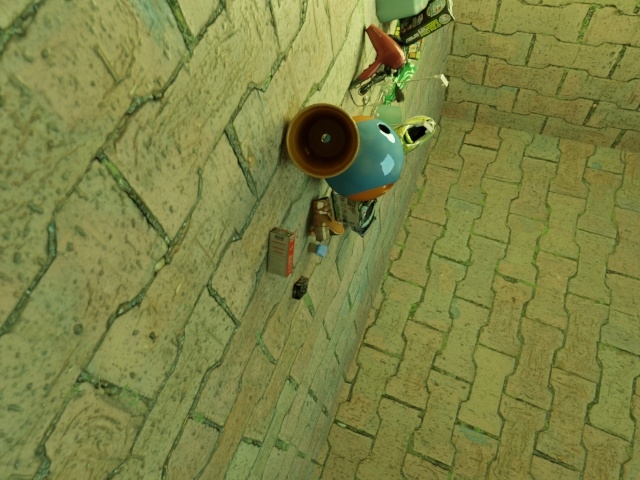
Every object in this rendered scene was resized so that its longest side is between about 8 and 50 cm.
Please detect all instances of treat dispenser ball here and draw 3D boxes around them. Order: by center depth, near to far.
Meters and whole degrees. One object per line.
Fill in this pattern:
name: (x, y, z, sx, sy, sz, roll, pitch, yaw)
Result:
treat dispenser ball: (0.140, -0.280, 1.641, 0.288, 0.288, 0.288, 16, 90, -73)

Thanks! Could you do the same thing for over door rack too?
over door rack: (0.310, -0.559, 1.896, 0.108, 0.324, 0.239, 40, 67, -54)

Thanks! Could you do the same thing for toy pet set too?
toy pet set: (0.000, 0.000, 1.831, 0.122, 0.065, 0.114, 31, 76, -72)

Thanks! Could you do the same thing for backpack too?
backpack: (0.188, -0.108, 2.241, 0.158, 0.117, 0.173, 86, 25, -49)

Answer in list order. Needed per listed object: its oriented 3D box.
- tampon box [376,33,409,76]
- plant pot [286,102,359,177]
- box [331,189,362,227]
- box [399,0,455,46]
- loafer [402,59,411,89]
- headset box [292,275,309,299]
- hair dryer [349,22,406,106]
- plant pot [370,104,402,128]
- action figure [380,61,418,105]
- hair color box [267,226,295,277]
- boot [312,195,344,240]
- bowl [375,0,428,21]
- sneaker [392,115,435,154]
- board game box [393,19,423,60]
tampon box: (0.309, -0.786, 2.037, 0.161, 0.101, 0.120, -58, 158, -44)
plant pot: (0.013, -0.297, 1.416, 0.188, 0.205, 0.205, -71, 173, -75)
box: (0.110, -0.136, 1.976, 0.207, 0.114, 0.036, 78, 32, -58)
box: (0.426, -0.948, 1.953, 0.060, 0.216, 0.270, 31, 52, -41)
loafer: (0.390, -0.829, 2.284, 0.084, 0.096, 0.267, -30, 131, -75)
headset box: (-0.073, 0.178, 1.817, 0.083, 0.032, 0.062, -41, 143, -59)
hair dryer: (0.214, -0.649, 1.767, 0.080, 0.223, 0.293, -172, -105, -70)
plant pot: (0.293, -0.488, 2.171, 0.166, 0.165, 0.234, 74, 29, -61)
action figure: (0.337, -0.717, 2.205, 0.063, 0.137, 0.232, 43, 73, -85)
hair color box: (-0.121, 0.036, 1.468, 0.043, 0.072, 0.141, -46, 148, -56)
boot: (0.031, -0.089, 1.788, 0.197, 0.073, 0.152, -27, 111, -65)
bowl: (0.335, -0.992, 1.835, 0.311, 0.163, 0.311, 16, 90, -74)
sneaker: (0.294, -0.398, 1.957, 0.384, 0.145, 0.147, -35, -173, 1)
board game box: (0.405, -0.947, 2.141, 0.030, 0.136, 0.260, -5, 110, -70)
